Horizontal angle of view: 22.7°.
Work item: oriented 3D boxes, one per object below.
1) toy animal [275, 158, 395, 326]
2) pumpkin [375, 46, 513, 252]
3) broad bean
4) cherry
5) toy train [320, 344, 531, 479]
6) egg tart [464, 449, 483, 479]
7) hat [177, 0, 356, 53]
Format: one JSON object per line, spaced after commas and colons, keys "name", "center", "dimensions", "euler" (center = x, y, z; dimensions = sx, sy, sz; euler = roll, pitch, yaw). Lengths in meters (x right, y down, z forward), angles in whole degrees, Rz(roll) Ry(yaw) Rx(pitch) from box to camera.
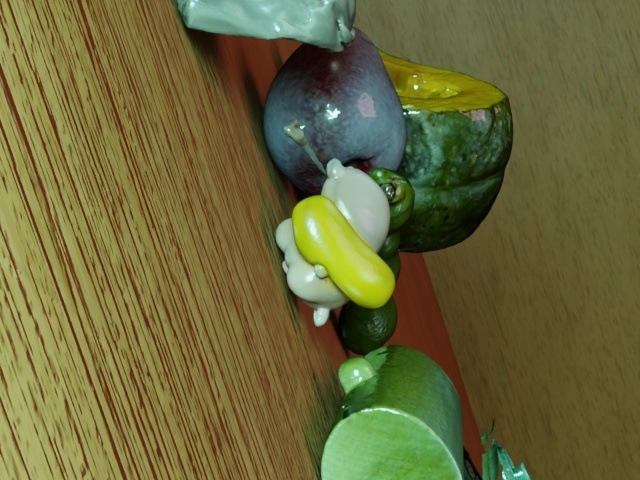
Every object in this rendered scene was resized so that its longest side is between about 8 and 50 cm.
{"name": "toy animal", "center": [0.000, 0.000, 1.147], "dimensions": [0.091, 0.082, 0.114], "euler": [26, 52, -35]}
{"name": "pumpkin", "center": [0.036, -0.095, 1.446], "dimensions": [0.280, 0.190, 0.139], "euler": [24, -61, 40]}
{"name": "broad bean", "center": [0.046, 0.016, 1.292], "dimensions": [0.256, 0.052, 0.053], "euler": [97, -9, -55]}
{"name": "cherry", "center": [0.003, -0.113, 1.240], "dimensions": [0.148, 0.115, 0.188], "euler": [-63, 148, -14]}
{"name": "toy train", "center": [0.082, 0.163, 1.134], "dimensions": [0.307, 0.126, 0.190], "euler": [-45, 117, -82]}
{"name": "egg tart", "center": [0.220, 0.392, 1.495], "dimensions": [0.443, 0.178, 0.443], "euler": [-19, 90, -83]}
{"name": "hat", "center": [-0.039, -0.248, 1.082], "dimensions": [0.214, 0.149, 0.245], "euler": [-93, -172, -65]}
